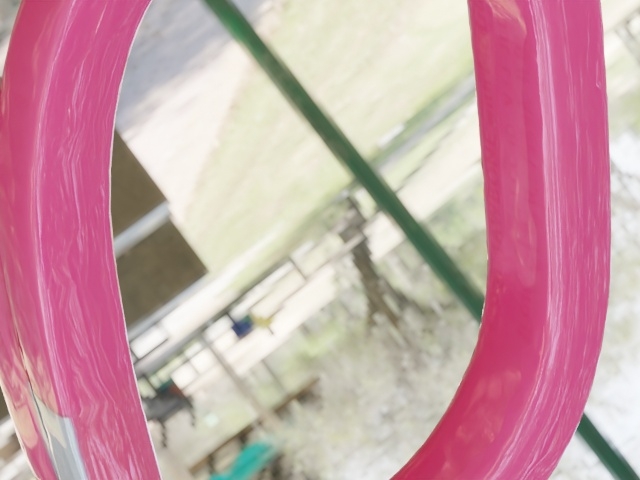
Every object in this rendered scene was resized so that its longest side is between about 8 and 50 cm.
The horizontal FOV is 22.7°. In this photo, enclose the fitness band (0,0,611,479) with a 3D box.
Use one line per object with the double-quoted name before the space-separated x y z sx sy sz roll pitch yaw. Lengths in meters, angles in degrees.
"fitness band" 0.000 0.000 0.493 0.209 0.291 0.054 -24 -146 -28
